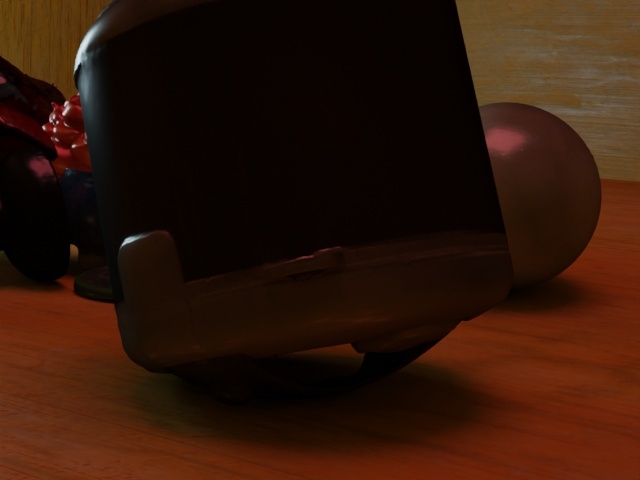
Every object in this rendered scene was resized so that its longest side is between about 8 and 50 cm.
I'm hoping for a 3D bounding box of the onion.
[{"bbox_3d":[-0.591,-0.185,2.173,0.347,0.285,0.347,41,1,-1],"label":"onion"}]

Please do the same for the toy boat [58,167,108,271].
[{"bbox_3d":[-0.234,-0.011,1.524,0.215,0.123,0.330,13,-1,13],"label":"toy boat"}]

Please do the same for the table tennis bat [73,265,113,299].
[{"bbox_3d":[-0.151,0.043,1.329,0.257,0.039,0.160,-2,11,-12],"label":"table tennis bat"}]

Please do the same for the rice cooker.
[{"bbox_3d":[-0.019,-0.039,0.927,0.335,0.325,0.335,-12,-6,-1],"label":"rice cooker"}]

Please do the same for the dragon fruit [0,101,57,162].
[{"bbox_3d":[-0.466,-0.127,1.493,0.282,0.100,0.343,19,-23,-14],"label":"dragon fruit"}]

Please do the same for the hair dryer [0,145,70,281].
[{"bbox_3d":[-0.390,0.036,1.224,0.320,0.155,0.284,-20,40,-36],"label":"hair dryer"}]

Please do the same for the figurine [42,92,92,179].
[{"bbox_3d":[-0.268,-0.226,1.877,0.241,0.412,0.306,39,9,-11],"label":"figurine"}]

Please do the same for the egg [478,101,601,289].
[{"bbox_3d":[0.232,-0.055,1.449,0.230,0.230,0.371,4,4,13],"label":"egg"}]
